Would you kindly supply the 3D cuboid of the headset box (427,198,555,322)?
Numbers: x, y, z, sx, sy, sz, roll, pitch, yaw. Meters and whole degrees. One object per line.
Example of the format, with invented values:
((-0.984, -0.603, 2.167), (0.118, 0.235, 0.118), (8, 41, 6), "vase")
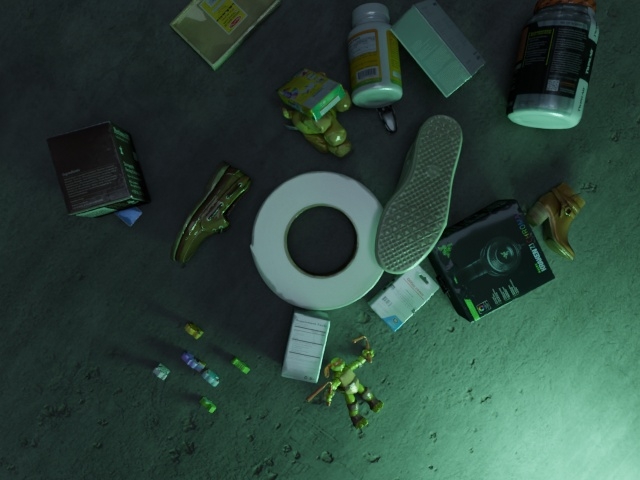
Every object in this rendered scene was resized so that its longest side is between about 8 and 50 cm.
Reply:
((0.450, 0.057, 1.449), (0.283, 0.131, 0.246), (-27, 94, 0), "headset box")

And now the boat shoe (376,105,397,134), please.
((0.184, -0.359, 1.457), (0.046, 0.038, 0.125), (-17, 94, -1), "boat shoe")

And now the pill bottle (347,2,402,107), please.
((0.142, -0.494, 1.391), (0.136, 0.136, 0.245), (-3, 83, -3), "pill bottle")

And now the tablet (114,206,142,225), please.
((-0.546, -0.085, 1.454), (0.083, 0.006, 0.054), (41, 91, -3), "tablet")

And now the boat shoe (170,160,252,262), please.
((-0.297, -0.062, 1.415), (0.104, 0.111, 0.307), (30, 92, -3), "boat shoe")

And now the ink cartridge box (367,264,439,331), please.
((0.235, 0.156, 1.479), (0.180, 0.060, 0.104), (-44, 94, 1), "ink cartridge box")

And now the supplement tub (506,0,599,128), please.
((0.625, -0.473, 1.395), (0.193, 0.193, 0.316), (11, 94, -3), "supplement tub")

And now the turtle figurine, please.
((0.073, 0.413, 1.454), (0.269, 0.087, 0.217), (-40, 107, -40), "turtle figurine")

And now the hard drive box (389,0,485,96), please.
((0.316, -0.516, 1.379), (0.232, 0.181, 0.089), (50, 129, -4), "hard drive box")

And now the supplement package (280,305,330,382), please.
((-0.043, 0.287, 1.451), (0.105, 0.105, 0.179), (12, 92, -3), "supplement package")

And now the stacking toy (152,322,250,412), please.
((-0.338, 0.362, 1.468), (0.221, 0.052, 0.167), (40, 91, -5), "stacking toy")

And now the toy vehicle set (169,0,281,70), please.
((-0.259, -0.620, 1.421), (0.267, 0.035, 0.166), (-45, 94, 0), "toy vehicle set")

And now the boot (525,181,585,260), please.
((0.700, -0.055, 1.486), (0.152, 0.073, 0.197), (-42, 97, -4), "boot")

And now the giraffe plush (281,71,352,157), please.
((0.018, -0.351, 1.408), (0.210, 0.181, 0.170), (29, 79, 31), "giraffe plush")

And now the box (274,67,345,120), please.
((-0.032, -0.377, 1.324), (0.105, 0.179, 0.043), (-42, 139, -8), "box")

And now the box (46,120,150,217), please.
((-0.574, -0.178, 1.362), (0.167, 0.168, 0.203), (-16, 91, -2), "box")

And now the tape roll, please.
((0.000, 0.000, 1.454), (0.392, 0.072, 0.392), (0, 94, -3), "tape roll")

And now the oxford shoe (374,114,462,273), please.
((0.268, -0.119, 1.412), (0.169, 0.130, 0.449), (20, 83, 0), "oxford shoe")
